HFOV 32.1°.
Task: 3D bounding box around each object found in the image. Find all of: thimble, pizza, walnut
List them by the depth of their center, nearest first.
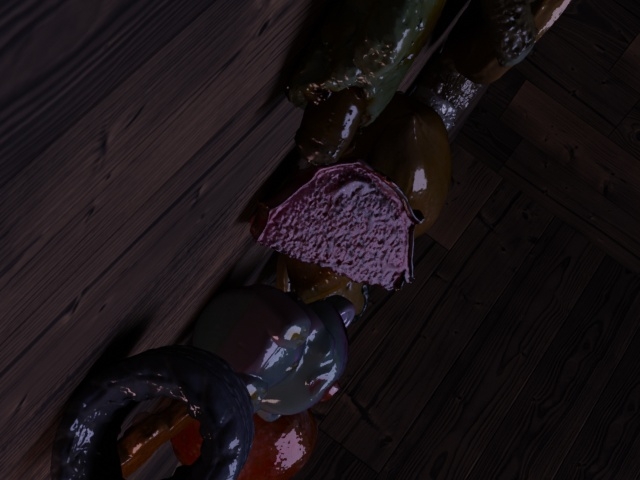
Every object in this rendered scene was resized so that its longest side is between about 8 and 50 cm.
[{"bbox_3d":[-0.191,0.238,1.318,0.236,0.205,0.172,-54,176,2],"label":"thimble"},{"bbox_3d":[0.000,0.000,1.654,0.182,0.161,0.062,-59,166,13],"label":"pizza"},{"bbox_3d":[0.110,-0.114,1.708,0.203,0.203,0.298,-50,170,-32],"label":"walnut"}]

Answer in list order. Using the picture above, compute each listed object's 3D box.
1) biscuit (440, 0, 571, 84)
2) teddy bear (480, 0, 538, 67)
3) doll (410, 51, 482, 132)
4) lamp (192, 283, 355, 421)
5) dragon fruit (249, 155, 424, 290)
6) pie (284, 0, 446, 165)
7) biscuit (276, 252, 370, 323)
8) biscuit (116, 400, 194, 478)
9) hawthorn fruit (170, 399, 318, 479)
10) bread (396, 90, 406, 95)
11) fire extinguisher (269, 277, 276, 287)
[{"bbox_3d":[0.341,-0.434,1.838,0.385,0.062,0.365,-54,-165,6],"label":"biscuit"},{"bbox_3d":[0.292,-0.405,1.604,0.267,0.156,0.256,-66,170,27],"label":"teddy bear"},{"bbox_3d":[0.245,-0.301,2.104,0.221,0.105,0.115,-56,-149,22],"label":"doll"},{"bbox_3d":[-0.088,0.162,1.770,0.247,0.247,0.301,-57,152,2],"label":"lamp"},{"bbox_3d":[0.026,-0.045,1.528,0.161,0.274,0.126,-63,-147,11],"label":"dragon fruit"},{"bbox_3d":[0.060,-0.231,1.139,0.274,0.105,0.257,-56,-171,50],"label":"pie"},{"bbox_3d":[0.044,0.045,2.090,0.343,0.057,0.288,-38,136,-39],"label":"biscuit"},{"bbox_3d":[-0.287,0.313,1.638,0.324,0.049,0.205,-35,169,-27],"label":"biscuit"},{"bbox_3d":[-0.139,0.324,2.008,0.284,0.284,0.284,-52,175,-7],"label":"hawthorn fruit"},{"bbox_3d":[0.118,-0.184,1.937,0.139,0.074,0.084,-56,171,18],"label":"bread"},{"bbox_3d":[-0.001,0.032,2.152,0.269,0.104,0.105,-50,174,-27],"label":"fire extinguisher"}]
